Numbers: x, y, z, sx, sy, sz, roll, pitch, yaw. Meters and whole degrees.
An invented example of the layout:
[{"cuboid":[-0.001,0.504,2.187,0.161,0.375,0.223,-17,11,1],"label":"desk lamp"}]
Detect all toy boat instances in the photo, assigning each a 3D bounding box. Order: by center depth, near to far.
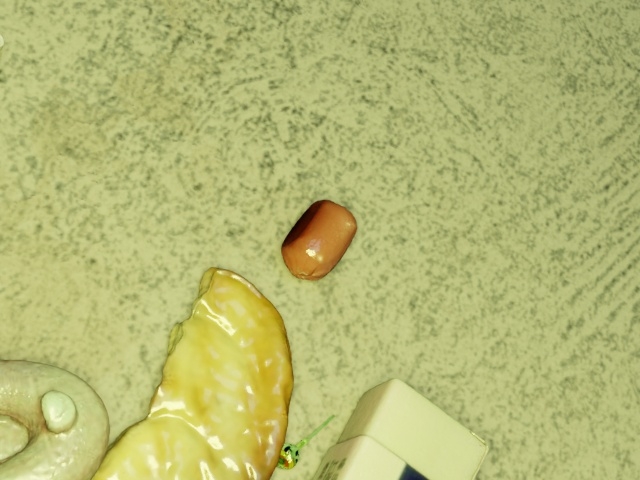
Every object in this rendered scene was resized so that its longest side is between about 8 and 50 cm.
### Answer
[{"cuboid":[-0.288,0.168,0.959,0.227,0.085,0.155,-8,59,-15],"label":"toy boat"}]

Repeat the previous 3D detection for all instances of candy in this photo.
[{"cuboid":[-0.015,0.191,1.117,0.025,0.023,0.083,21,44,34],"label":"candy"}]

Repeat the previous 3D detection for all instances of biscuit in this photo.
[{"cuboid":[-0.108,0.172,1.071,0.154,0.045,0.299,33,61,-3],"label":"biscuit"}]

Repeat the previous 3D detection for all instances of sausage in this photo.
[{"cuboid":[0.000,0.000,1.176,0.054,0.059,0.094,47,56,-18],"label":"sausage"}]

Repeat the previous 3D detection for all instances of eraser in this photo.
[{"cuboid":[0.038,0.280,1.061,0.130,0.086,0.287,36,61,-6],"label":"eraser"}]

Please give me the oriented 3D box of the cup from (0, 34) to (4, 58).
[{"cuboid":[-0.361,-0.199,1.119,0.116,0.074,0.104,46,37,7],"label":"cup"}]
